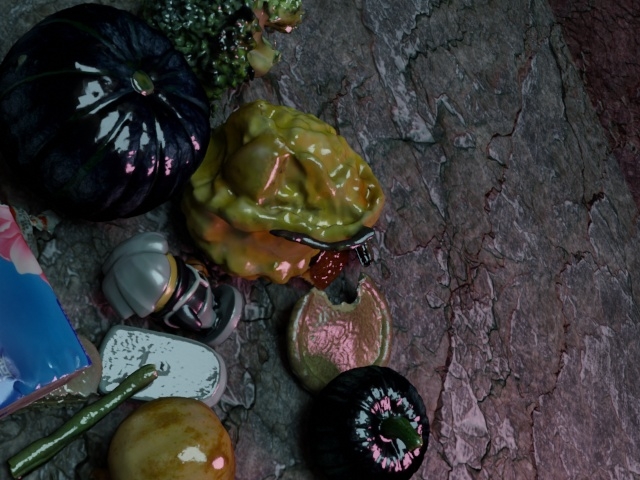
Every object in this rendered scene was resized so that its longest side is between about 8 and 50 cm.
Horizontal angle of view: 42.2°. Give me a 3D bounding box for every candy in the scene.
[{"bbox_3d":[-0.535,-0.009,1.281,0.292,0.059,0.086,-8,73,-44],"label":"candy"}]

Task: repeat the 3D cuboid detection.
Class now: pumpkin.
[{"bbox_3d":[0.111,0.357,1.558,0.248,0.248,0.248,18,60,-35],"label":"pumpkin"},{"bbox_3d":[-0.359,-0.210,1.384,0.363,0.266,0.363,23,53,-33],"label":"pumpkin"}]

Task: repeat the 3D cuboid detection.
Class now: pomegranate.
[{"bbox_3d":[-0.231,0.345,1.290,0.207,0.207,0.207,18,60,-35],"label":"pomegranate"}]

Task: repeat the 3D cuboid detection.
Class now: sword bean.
[{"bbox_3d":[-0.364,0.277,1.288,0.269,0.043,0.038,-36,82,-30],"label":"sword bean"}]

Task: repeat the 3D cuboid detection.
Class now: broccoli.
[{"bbox_3d":[-0.207,-0.403,1.636,0.281,0.348,0.293,22,101,-43],"label":"broccoli"}]

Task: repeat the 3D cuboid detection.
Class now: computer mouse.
[{"bbox_3d":[-0.270,0.222,1.406,0.231,0.079,0.128,17,63,-16],"label":"computer mouse"}]

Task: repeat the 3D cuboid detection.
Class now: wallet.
[{"bbox_3d":[0.084,-0.013,1.746,0.243,0.039,0.133,-15,90,-83],"label":"wallet"}]

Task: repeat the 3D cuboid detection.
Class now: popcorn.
[{"bbox_3d":[-0.063,-0.072,1.511,0.349,0.382,0.349,-24,129,-34],"label":"popcorn"}]

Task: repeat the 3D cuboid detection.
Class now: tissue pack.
[{"bbox_3d":[-0.459,0.106,1.101,0.209,0.137,0.269,-25,84,-45],"label":"tissue pack"}]

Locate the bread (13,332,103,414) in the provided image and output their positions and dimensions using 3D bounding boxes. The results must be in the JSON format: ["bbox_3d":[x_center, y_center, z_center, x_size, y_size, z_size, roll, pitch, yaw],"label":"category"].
[{"bbox_3d":[-0.486,0.166,1.216,0.337,0.102,0.183,4,69,-41],"label":"bread"}]

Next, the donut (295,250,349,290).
[{"bbox_3d":[0.006,0.006,1.707,0.126,0.144,0.186,51,14,-47],"label":"donut"}]

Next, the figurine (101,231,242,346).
[{"bbox_3d":[-0.261,0.077,1.432,0.236,0.133,0.176,31,24,-37],"label":"figurine"}]

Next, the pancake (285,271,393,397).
[{"bbox_3d":[0.047,0.189,1.691,0.288,0.033,0.286,39,63,-34],"label":"pancake"}]
